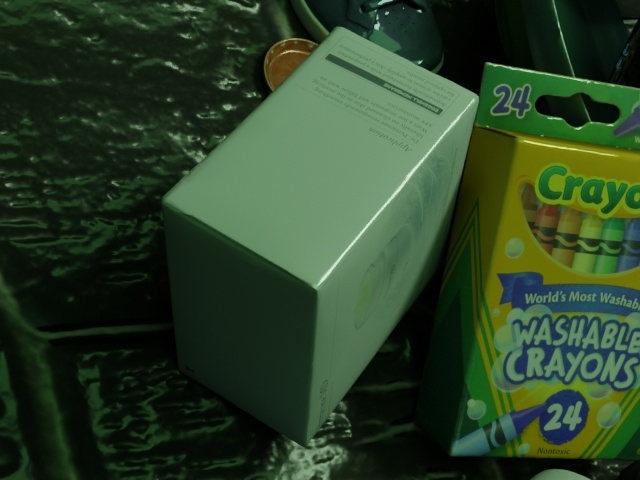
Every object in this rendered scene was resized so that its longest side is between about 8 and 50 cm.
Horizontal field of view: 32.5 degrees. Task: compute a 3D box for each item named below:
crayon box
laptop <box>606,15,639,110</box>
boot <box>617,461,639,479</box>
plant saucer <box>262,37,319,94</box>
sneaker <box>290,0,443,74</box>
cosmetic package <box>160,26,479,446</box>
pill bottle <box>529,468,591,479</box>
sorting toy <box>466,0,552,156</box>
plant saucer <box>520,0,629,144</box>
[{"bbox_3d":[0.213,0.025,0.942,0.203,0.083,0.323,5,101,-21],"label":"crayon box"},{"bbox_3d":[0.321,-0.268,1.108,0.136,0.264,0.234,30,12,27],"label":"laptop"},{"bbox_3d":[0.333,0.264,0.870,0.096,0.280,0.264,31,59,-8],"label":"boot"},{"bbox_3d":[-0.018,-0.158,1.067,0.083,0.013,0.084,10,64,-20],"label":"plant saucer"},{"bbox_3d":[0.025,-0.318,1.079,0.131,0.148,0.350,-27,80,-31],"label":"sneaker"},{"bbox_3d":[0.000,0.000,0.862,0.138,0.224,0.225,30,57,19],"label":"cosmetic package"},{"bbox_3d":[0.121,0.304,0.829,0.278,0.162,0.162,-30,82,-31],"label":"pill bottle"},{"bbox_3d":[0.156,-0.240,1.149,0.126,0.127,0.366,-12,73,3],"label":"sorting toy"},{"bbox_3d":[0.266,-0.181,1.100,0.317,0.043,0.318,39,43,-49],"label":"plant saucer"}]
